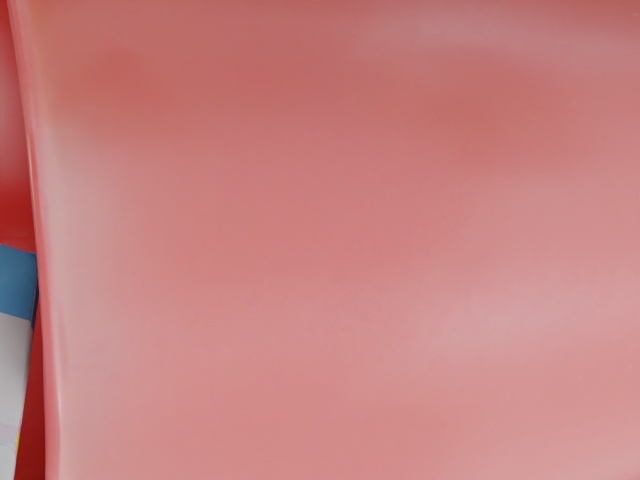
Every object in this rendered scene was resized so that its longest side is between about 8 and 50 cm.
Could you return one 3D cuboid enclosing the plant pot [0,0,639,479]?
[{"bbox_3d":[0.000,0.000,0.644,0.243,0.275,0.275,-3,119,-19],"label":"plant pot"}]

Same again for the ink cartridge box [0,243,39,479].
[{"bbox_3d":[-0.134,0.070,0.490,0.090,0.143,0.092,18,128,-16],"label":"ink cartridge box"}]
